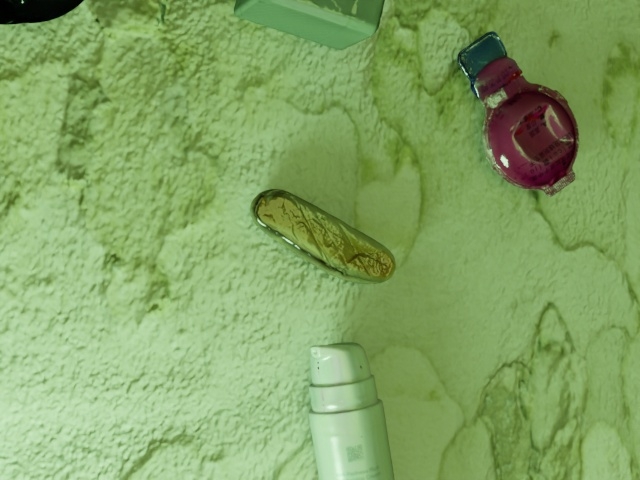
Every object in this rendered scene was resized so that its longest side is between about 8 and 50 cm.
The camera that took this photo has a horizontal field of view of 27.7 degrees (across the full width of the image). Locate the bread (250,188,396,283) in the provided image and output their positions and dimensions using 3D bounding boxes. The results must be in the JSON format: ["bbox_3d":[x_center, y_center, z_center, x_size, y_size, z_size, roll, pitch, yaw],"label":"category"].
[{"bbox_3d":[0.000,0.000,1.721,0.214,0.053,0.073,28,76,-14],"label":"bread"}]

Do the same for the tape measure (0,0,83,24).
[{"bbox_3d":[-0.362,-0.365,1.560,0.222,0.135,0.202,-18,86,-24],"label":"tape measure"}]

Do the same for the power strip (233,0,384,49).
[{"bbox_3d":[-0.035,-0.350,1.674,0.224,0.139,0.140,16,84,-18],"label":"power strip"}]

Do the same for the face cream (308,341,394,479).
[{"bbox_3d":[0.046,0.302,1.703,0.102,0.102,0.346,-8,91,-20],"label":"face cream"}]

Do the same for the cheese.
[{"bbox_3d":[0.277,-0.174,1.821,0.155,0.062,0.244,-37,99,-18],"label":"cheese"}]
